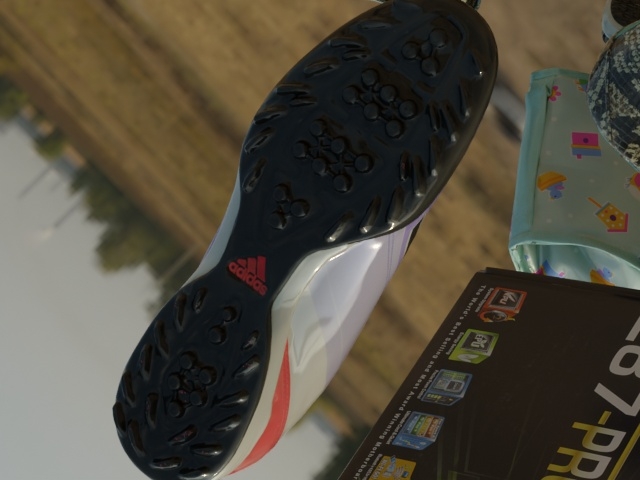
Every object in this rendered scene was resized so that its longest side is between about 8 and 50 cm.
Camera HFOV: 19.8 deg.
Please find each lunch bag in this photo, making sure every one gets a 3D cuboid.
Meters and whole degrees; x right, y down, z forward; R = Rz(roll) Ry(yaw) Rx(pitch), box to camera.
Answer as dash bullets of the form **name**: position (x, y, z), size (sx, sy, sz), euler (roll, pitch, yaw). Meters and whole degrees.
- **lunch bag**: position (0.291, -0.026, 1.796), size (0.262, 0.223, 0.160), euler (28, 145, -24)

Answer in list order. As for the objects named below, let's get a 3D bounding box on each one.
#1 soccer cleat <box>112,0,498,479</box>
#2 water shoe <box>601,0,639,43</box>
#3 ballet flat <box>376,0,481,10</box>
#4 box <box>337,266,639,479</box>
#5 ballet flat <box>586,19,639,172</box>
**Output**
- **soccer cleat**: position (0.000, 0.000, 1.028), size (0.108, 0.318, 0.116), euler (38, -164, 18)
- **water shoe**: position (0.320, -0.215, 1.835), size (0.073, 0.080, 0.203), euler (32, -149, 9)
- **ballet flat**: position (0.082, -0.258, 1.802), size (0.188, 0.070, 0.070), euler (7, -160, -33)
- **box**: position (0.166, 0.198, 1.259), size (0.318, 0.395, 0.097), euler (11, 138, 35)
- **ballet flat**: position (0.416, -0.004, 1.426), size (0.483, 0.164, 0.182), euler (44, 151, -2)
